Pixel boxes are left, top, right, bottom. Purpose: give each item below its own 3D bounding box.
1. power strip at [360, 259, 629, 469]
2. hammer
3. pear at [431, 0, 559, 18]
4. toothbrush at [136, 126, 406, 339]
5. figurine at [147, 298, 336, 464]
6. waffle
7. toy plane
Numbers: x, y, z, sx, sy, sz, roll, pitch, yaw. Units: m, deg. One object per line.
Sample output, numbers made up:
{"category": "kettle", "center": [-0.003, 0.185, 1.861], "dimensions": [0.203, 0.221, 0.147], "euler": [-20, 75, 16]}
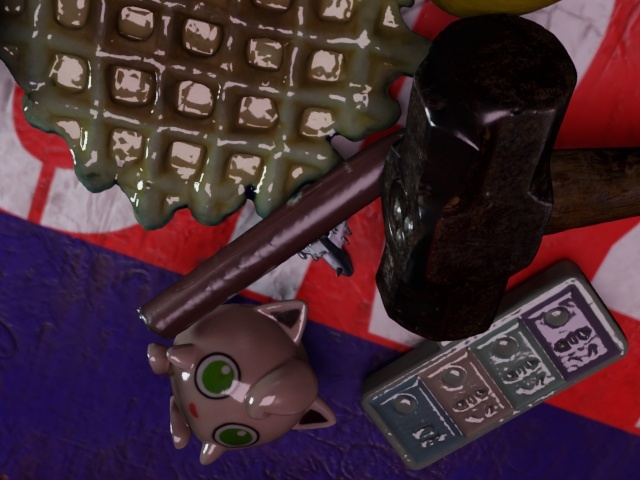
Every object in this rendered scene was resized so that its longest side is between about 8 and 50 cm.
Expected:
{"category": "power strip", "center": [0.126, 0.083, 0.749], "dimensions": [0.216, 0.061, 0.145], "euler": [-33, 103, 14]}
{"category": "hammer", "center": [0.243, -0.042, 0.623], "dimensions": [0.409, 0.095, 0.242], "euler": [-6, 143, -11]}
{"category": "pear", "center": [0.120, -0.276, 0.460], "dimensions": [0.285, 0.285, 0.336], "euler": [5, 112, -1]}
{"category": "toothbrush", "center": [0.017, -0.036, 0.652], "dimensions": [0.364, 0.041, 0.041], "euler": [-34, 110, 11]}
{"category": "figurine", "center": [-0.064, 0.111, 0.723], "dimensions": [0.138, 0.125, 0.125], "euler": [-9, 114, 7]}
{"category": "waffle", "center": [-0.088, -0.156, 0.636], "dimensions": [0.292, 0.056, 0.309], "euler": [-34, 112, 15]}
{"category": "toy plane", "center": [0.000, 0.000, 0.722], "dimensions": [0.078, 0.031, 0.083], "euler": [-27, 110, 29]}
